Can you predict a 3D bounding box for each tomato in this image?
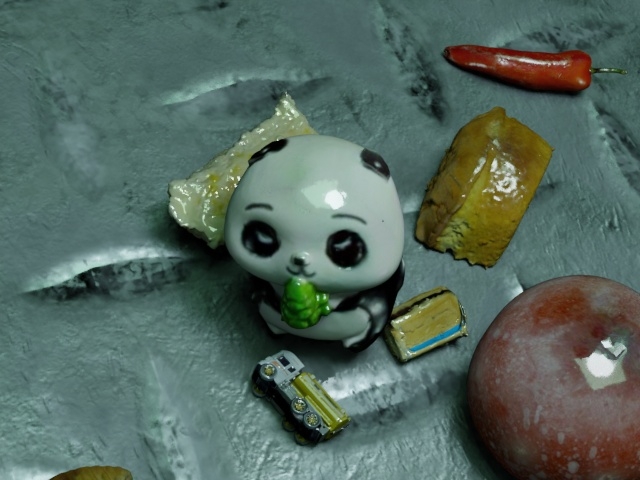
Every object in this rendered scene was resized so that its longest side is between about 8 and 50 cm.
[{"bbox_3d":[0.314,0.167,1.497,0.270,0.227,0.270,5,59,-8],"label":"tomato"}]

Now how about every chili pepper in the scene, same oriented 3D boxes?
[{"bbox_3d":[0.316,-0.254,1.872,0.272,0.071,0.063,5,96,-3],"label":"chili pepper"}]

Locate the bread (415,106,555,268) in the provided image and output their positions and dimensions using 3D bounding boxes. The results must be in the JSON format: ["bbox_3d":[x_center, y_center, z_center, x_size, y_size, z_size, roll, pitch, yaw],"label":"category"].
[{"bbox_3d":[0.232,-0.086,1.705,0.143,0.139,0.229,28,57,-3],"label":"bread"}]

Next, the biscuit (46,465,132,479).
[{"bbox_3d":[-0.272,0.349,1.362,0.176,0.031,0.229,1,57,-10],"label":"biscuit"}]

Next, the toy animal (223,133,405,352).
[{"bbox_3d":[-0.003,0.008,1.497,0.212,0.267,0.213,-4,61,7],"label":"toy animal"}]

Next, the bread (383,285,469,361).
[{"bbox_3d":[0.131,0.104,1.603,0.106,0.053,0.072,-22,88,-22],"label":"bread"}]

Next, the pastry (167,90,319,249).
[{"bbox_3d":[-0.092,-0.078,1.646,0.121,0.089,0.258,41,59,11],"label":"pastry"}]

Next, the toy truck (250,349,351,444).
[{"bbox_3d":[-0.024,0.187,1.512,0.063,0.052,0.123,-32,70,-33],"label":"toy truck"}]
